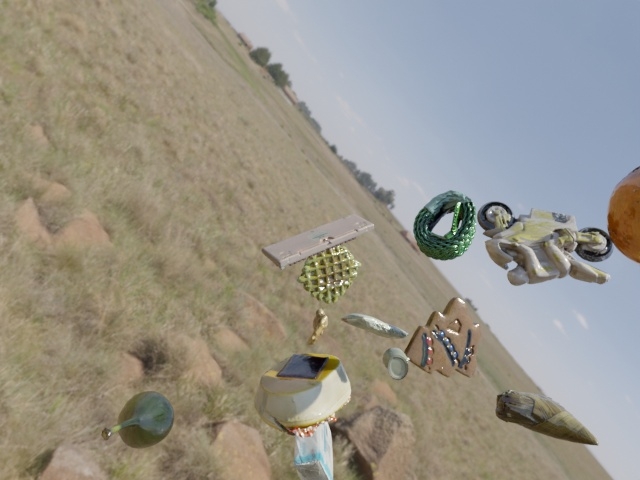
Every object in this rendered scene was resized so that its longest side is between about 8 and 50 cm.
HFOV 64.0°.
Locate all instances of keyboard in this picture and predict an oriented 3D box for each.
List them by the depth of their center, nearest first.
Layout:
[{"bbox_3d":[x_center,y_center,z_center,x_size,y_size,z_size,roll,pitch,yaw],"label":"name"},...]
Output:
[{"bbox_3d":[0.000,0.000,0.736,0.055,0.166,0.017,31,-46,47],"label":"keyboard"}]

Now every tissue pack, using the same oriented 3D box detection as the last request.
[{"bbox_3d":[-0.027,0.826,2.048,0.271,0.125,0.201,-89,166,-58],"label":"tissue pack"}]

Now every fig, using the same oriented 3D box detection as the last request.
[{"bbox_3d":[-0.478,0.455,1.318,0.151,0.151,0.259,54,-8,24],"label":"fig"}]

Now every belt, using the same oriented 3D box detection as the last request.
[{"bbox_3d":[0.259,-0.037,1.060,0.121,0.151,0.079,25,-17,32],"label":"belt"}]

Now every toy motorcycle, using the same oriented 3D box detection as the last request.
[{"bbox_3d":[0.559,0.024,1.308,0.341,0.222,0.107,15,-21,16],"label":"toy motorcycle"}]

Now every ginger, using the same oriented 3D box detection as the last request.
[{"bbox_3d":[-0.002,0.330,2.019,0.053,0.176,0.193,26,53,-7],"label":"ginger"}]

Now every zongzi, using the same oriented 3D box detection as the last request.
[{"bbox_3d":[0.827,0.666,1.891,0.286,0.134,0.288,13,6,-17],"label":"zongzi"}]

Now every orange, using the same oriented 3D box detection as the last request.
[{"bbox_3d":[0.723,-0.052,1.048,0.246,0.246,0.246,50,7,-8],"label":"orange"}]

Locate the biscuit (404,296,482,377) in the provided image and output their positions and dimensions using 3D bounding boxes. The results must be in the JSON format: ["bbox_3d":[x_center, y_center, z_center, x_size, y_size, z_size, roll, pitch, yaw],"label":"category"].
[{"bbox_3d":[0.412,0.348,1.702,0.043,0.302,0.277,-1,-75,68],"label":"biscuit"}]

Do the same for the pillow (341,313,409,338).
[{"bbox_3d":[0.193,0.301,1.800,0.229,0.050,0.128,23,-19,-29],"label":"pillow"}]

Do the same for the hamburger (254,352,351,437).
[{"bbox_3d":[-0.047,0.420,1.409,0.295,0.227,0.151,-24,115,-55],"label":"hamburger"}]

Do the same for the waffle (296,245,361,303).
[{"bbox_3d":[0.032,0.112,1.798,0.208,0.214,0.054,39,-13,-31],"label":"waffle"}]

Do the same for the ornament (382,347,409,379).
[{"bbox_3d":[0.228,0.363,1.533,0.156,0.081,0.074,37,43,-84],"label":"ornament"}]
